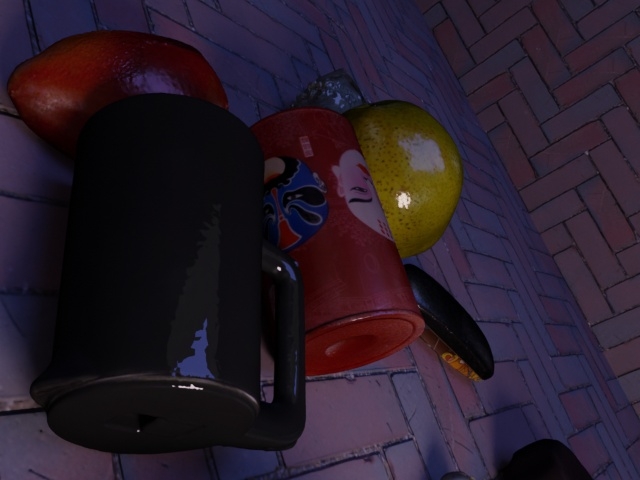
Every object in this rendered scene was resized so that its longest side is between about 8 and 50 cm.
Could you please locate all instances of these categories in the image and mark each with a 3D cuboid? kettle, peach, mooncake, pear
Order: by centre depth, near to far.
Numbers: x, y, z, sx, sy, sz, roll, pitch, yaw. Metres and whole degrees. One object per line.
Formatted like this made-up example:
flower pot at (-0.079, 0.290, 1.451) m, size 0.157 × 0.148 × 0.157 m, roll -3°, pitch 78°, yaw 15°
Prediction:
kettle at (-0.143, 0.050, 0.617) m, size 0.262 × 0.203 × 0.307 m, roll 64°, pitch 16°, yaw -54°
peach at (-0.219, -0.163, 0.727) m, size 0.267 × 0.154 × 0.158 m, roll 5°, pitch 58°, yaw -57°
pear at (0.126, -0.117, 1.098) m, size 0.294 × 0.294 × 0.294 m, roll 39°, pitch 33°, yaw -31°
mooncake at (0.457, 0.517, 1.126) m, size 0.283 × 0.141 × 0.283 m, roll 47°, pitch 20°, yaw -23°

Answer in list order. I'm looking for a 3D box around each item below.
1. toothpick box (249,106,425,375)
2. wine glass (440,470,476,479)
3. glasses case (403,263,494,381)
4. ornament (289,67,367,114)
toothpick box at (0.000, 0.000, 0.860) m, size 0.204 × 0.204 × 0.333 m, roll 20°, pitch 45°, yaw -49°
wine glass at (0.188, 0.410, 0.882) m, size 0.072 × 0.072 × 0.155 m, roll 59°, pitch 28°, yaw 3°
glasses case at (0.251, 0.169, 1.215) m, size 0.321 × 0.082 × 0.122 m, roll 44°, pitch 32°, yaw -27°
ornament at (0.030, -0.299, 1.298) m, size 0.120 × 0.130 × 0.285 m, roll 64°, pitch 25°, yaw -15°
